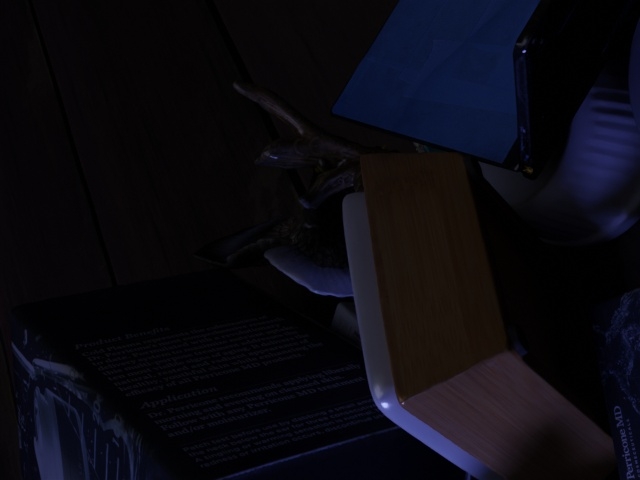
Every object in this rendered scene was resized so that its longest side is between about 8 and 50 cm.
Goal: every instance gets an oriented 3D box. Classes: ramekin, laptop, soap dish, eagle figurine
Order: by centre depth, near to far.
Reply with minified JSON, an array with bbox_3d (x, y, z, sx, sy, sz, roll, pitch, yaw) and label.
[{"bbox_3d":[0.163,-0.274,0.870,0.236,0.408,0.382,29,84,16],"label":"laptop"},{"bbox_3d":[0.143,0.076,0.915,0.118,0.291,0.229,-26,50,23],"label":"soap dish"},{"bbox_3d":[0.208,-0.099,1.004,0.207,0.109,0.207,-10,77,54],"label":"ramekin"},{"bbox_3d":[0.008,-0.005,1.098,0.226,0.225,0.298,59,154,23],"label":"eagle figurine"}]

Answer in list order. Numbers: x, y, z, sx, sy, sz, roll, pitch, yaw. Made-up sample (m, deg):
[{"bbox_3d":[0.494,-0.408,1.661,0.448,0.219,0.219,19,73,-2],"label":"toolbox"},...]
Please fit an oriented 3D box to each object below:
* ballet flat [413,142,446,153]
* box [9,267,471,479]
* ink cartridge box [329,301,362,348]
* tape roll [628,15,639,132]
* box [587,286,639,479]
[{"bbox_3d":[0.129,-0.175,1.171,0.077,0.091,0.241,105,165,-73],"label":"ballet flat"},{"bbox_3d":[-0.105,0.333,1.157,0.472,0.297,0.480,26,120,56],"label":"box"},{"bbox_3d":[0.072,0.164,1.192,0.175,0.072,0.127,42,121,49],"label":"ink cartridge box"},{"bbox_3d":[0.346,-0.140,0.843,0.219,0.072,0.219,-14,73,54],"label":"tape roll"},{"bbox_3d":[0.306,0.106,0.848,0.158,0.093,0.156,-30,61,51],"label":"box"}]
